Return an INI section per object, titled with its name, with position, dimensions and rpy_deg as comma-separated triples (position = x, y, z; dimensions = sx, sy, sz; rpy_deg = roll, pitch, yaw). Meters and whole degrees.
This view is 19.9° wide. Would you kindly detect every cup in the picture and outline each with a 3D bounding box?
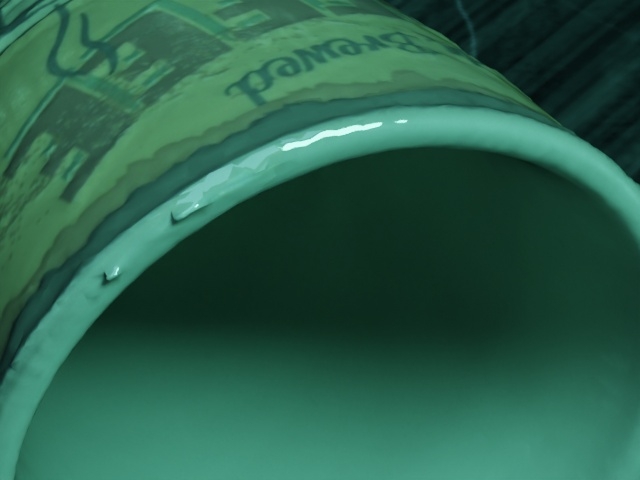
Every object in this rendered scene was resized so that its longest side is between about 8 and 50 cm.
[cup]
position = 0.000, 0.000, 0.643
dimensions = 0.301, 0.227, 0.257
rpy_deg = 5, 31, -28
